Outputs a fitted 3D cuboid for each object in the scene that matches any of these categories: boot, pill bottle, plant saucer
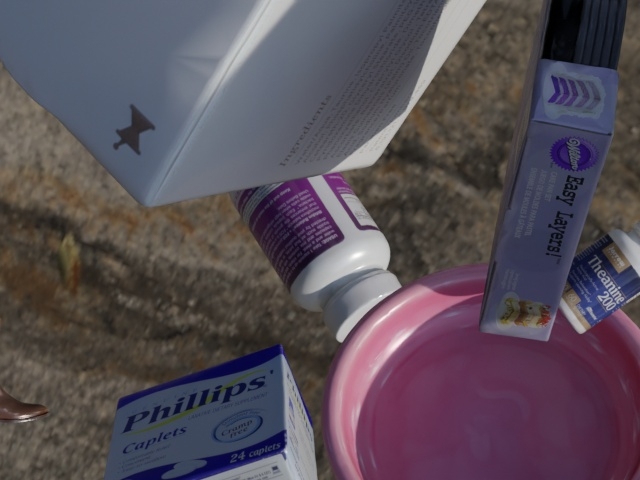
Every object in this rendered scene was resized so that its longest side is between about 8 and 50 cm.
[{"bbox_3d":[-0.317,0.122,1.272,0.106,0.037,0.114,3,85,-27],"label":"boot"},{"bbox_3d":[0.000,0.000,1.964,0.169,0.169,0.301,-15,61,-35],"label":"pill bottle"},{"bbox_3d":[0.169,0.177,1.262,0.332,0.084,0.332,-5,53,6],"label":"plant saucer"},{"bbox_3d":[0.280,0.031,1.250,0.067,0.120,0.067,52,8,-11],"label":"pill bottle"}]

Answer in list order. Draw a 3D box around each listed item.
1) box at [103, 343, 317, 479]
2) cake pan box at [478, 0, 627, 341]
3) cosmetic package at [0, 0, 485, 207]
[{"bbox_3d":[-0.071,0.146,0.847,0.126,0.072,0.137,-19,23,5],"label":"box"},{"bbox_3d":[0.193,-0.091,1.062,0.070,0.267,0.246,10,49,5],"label":"cake pan box"},{"bbox_3d":[-0.072,-0.271,1.203,0.329,0.327,0.393,44,28,18],"label":"cosmetic package"}]
